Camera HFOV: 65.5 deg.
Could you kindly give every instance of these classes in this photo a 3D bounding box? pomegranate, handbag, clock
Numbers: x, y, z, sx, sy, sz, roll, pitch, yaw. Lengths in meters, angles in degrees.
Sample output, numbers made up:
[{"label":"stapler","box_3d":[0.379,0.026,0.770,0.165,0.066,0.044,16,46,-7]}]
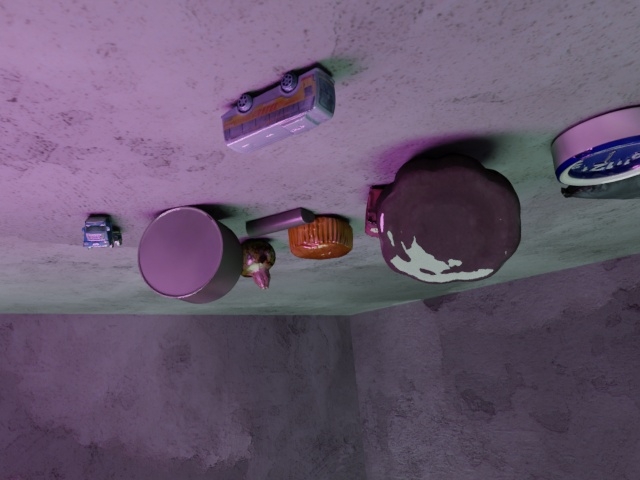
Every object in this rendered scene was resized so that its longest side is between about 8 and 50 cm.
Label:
[{"label":"pomegranate","box_3d":[-0.200,0.075,1.579,0.138,0.163,0.125,-29,-174,15]},{"label":"handbag","box_3d":[0.795,-0.151,1.261,0.331,0.075,0.191,-4,169,-17]},{"label":"clock","box_3d":[0.603,-0.189,1.025,0.230,0.083,0.230,-7,166,-2]}]

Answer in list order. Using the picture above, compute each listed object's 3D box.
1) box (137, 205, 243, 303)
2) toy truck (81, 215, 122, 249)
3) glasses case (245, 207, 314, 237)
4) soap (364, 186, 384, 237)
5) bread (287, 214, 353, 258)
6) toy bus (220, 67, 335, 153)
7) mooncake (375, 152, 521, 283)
[{"label":"box","box_3d":[-0.324,0.043,1.263,0.226,0.226,0.149,-8,164,11]},{"label":"toy truck","box_3d":[-0.552,-0.022,1.277,0.067,0.082,0.175,-2,-177,-8]},{"label":"glasses case","box_3d":[-0.113,-0.047,1.375,0.190,0.042,0.072,-13,171,27]},{"label":"soap","box_3d":[0.257,-0.050,1.256,0.288,0.112,0.182,7,169,5]},{"label":"bread","box_3d":[0.001,0.000,1.459,0.199,0.104,0.199,-3,166,-1]},{"label":"toy bus","box_3d":[-0.067,-0.196,0.765,0.190,0.075,0.064,-14,162,31]},{"label":"mooncake","box_3d":[0.266,-0.048,1.069,0.305,0.306,0.154,-8,-157,9]}]
